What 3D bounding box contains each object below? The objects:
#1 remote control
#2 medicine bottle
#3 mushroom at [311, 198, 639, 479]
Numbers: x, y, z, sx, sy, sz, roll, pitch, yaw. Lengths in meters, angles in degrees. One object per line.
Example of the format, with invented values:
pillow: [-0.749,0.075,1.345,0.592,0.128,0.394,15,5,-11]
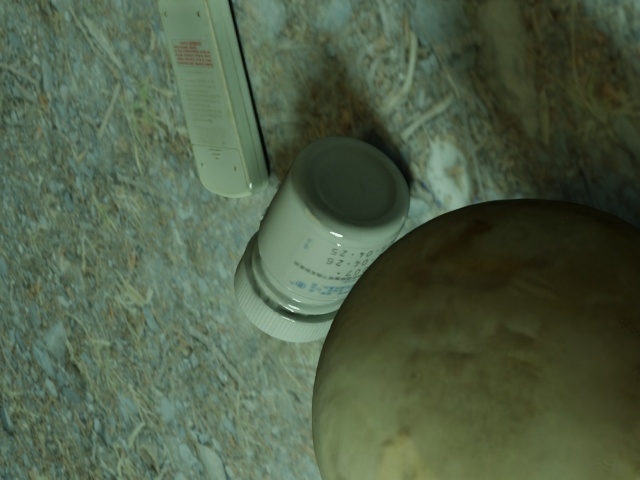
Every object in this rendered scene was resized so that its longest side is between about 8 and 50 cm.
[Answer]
remote control: [-0.093,-0.129,1.669,0.087,0.029,0.190,8,116,53]
medicine bottle: [0.000,0.000,1.548,0.105,0.105,0.168,55,145,18]
mushroom: [0.149,0.125,1.316,0.292,0.292,0.290,49,177,26]
